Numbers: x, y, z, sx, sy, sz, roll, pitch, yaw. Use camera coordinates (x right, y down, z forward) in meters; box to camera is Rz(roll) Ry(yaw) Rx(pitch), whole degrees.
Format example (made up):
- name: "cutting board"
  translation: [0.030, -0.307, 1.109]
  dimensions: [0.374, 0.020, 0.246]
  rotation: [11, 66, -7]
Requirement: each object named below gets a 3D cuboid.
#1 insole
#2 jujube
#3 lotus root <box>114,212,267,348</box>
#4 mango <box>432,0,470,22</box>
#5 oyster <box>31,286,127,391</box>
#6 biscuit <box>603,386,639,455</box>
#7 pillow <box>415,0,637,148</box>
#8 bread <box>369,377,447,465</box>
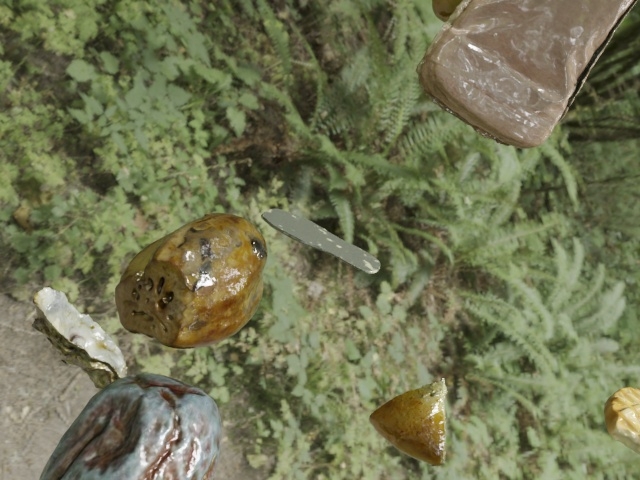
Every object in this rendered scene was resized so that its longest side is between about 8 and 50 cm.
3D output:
- name: "insole"
  translation: [0.000, 0.000, 1.304]
  dimensions: [0.248, 0.011, 0.081]
  rotation: [28, 31, 16]
- name: "jujube"
  translation: [-0.284, 0.351, 1.071]
  dimensions: [0.308, 0.246, 0.215]
  rotation: [-49, 135, -10]
- name: "lotus root"
  translation: [-0.173, 0.046, 1.042]
  dimensions: [0.193, 0.193, 0.291]
  rotation: [68, 24, -5]
- name: "mango"
  translation: [0.232, -0.269, 0.680]
  dimensions: [0.138, 0.254, 0.113]
  rotation: [13, 58, -79]
- name: "oyster"
  translation: [-0.504, 0.274, 1.547]
  dimensions: [0.111, 0.204, 0.396]
  rotation: [-37, 135, -12]
- name: "biscuit"
  translation: [0.513, 0.297, 0.938]
  dimensions: [0.309, 0.040, 0.204]
  rotation: [39, 24, 3]
- name: "pillow"
  translation: [0.169, -0.174, 0.515]
  dimensions: [0.135, 0.211, 0.034]
  rotation: [27, 15, -25]
- name: "bread"
  translation: [0.148, 0.305, 1.192]
  dimensions: [0.054, 0.136, 0.154]
  rotation: [64, 29, -43]
